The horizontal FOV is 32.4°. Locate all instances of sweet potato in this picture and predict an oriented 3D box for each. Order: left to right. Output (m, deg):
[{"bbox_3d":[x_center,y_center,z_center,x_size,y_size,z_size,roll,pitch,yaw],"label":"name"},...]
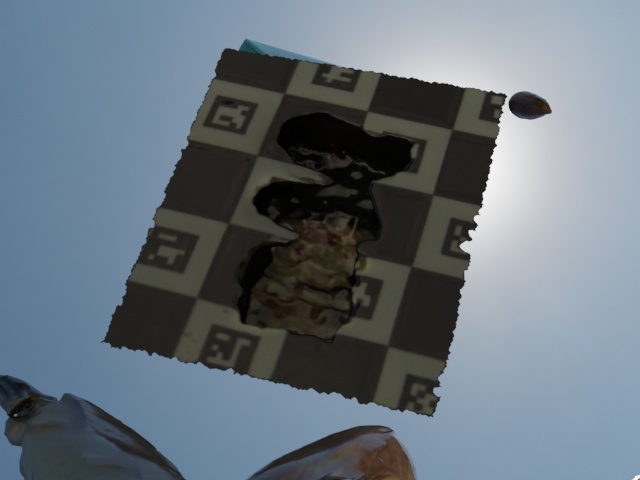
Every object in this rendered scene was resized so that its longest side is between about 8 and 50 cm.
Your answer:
[{"bbox_3d":[0.243,-0.157,1.281,0.034,0.095,0.034,-3,-81,-19],"label":"sweet potato"}]

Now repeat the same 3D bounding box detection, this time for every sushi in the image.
[{"bbox_3d":[0.000,0.000,1.052,0.100,0.296,0.373,90,-167,-54],"label":"sushi"}]

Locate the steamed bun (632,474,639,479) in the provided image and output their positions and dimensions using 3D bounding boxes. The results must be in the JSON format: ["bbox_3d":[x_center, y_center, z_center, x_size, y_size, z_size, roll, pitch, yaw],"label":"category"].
[{"bbox_3d":[0.337,0.292,0.874,0.236,0.247,0.383,47,-163,-9],"label":"steamed bun"}]

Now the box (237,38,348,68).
[{"bbox_3d":[0.031,-0.185,1.646,0.311,0.205,0.118,11,-66,-34],"label":"box"}]

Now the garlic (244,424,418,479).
[{"bbox_3d":[-0.020,0.154,0.507,0.174,0.124,0.099,-30,-69,-23],"label":"garlic"}]

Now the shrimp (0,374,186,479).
[{"bbox_3d":[-0.100,0.086,0.303,0.287,0.185,0.068,-13,-55,-69],"label":"shrimp"}]
